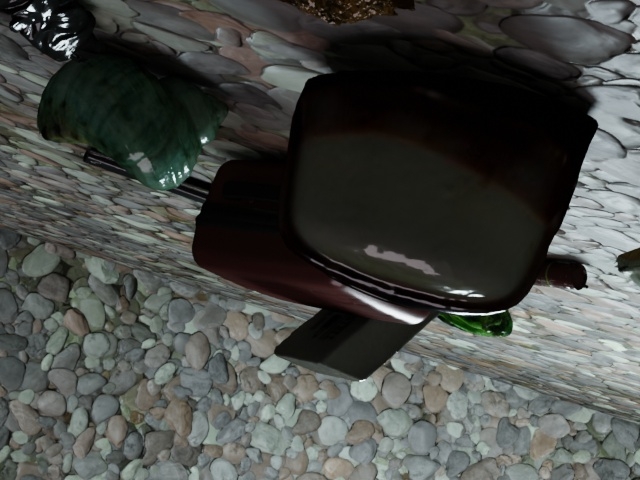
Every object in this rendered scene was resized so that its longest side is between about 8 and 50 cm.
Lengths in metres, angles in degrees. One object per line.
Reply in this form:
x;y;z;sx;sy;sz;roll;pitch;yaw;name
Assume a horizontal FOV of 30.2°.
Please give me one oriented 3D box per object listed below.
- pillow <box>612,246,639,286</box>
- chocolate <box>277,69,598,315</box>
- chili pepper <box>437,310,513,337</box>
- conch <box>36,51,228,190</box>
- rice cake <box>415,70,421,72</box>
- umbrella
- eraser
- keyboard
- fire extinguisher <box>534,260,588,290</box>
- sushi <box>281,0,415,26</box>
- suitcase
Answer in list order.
0.488;0.051;1.145;0.312;0.119;0.310;19;167;-12;pillow
0.096;-0.029;1.073;0.283;0.186;0.283;8;174;1;chocolate
0.287;0.136;2.137;0.122;0.065;0.279;16;175;-20;chili pepper
-0.203;-0.134;1.282;0.188;0.122;0.176;22;-170;-20;conch
0.063;-0.137;1.091;0.022;0.022;0.121;26;168;-25;rice cake
-0.253;-0.215;1.094;0.066;0.059;0.235;-28;166;6;umbrella
0.093;0.092;1.684;0.111;0.352;0.077;4;125;50;eraser
-0.258;-0.098;1.855;0.230;0.025;0.093;19;172;-14;keyboard
0.313;0.046;1.666;0.056;0.039;0.132;35;162;-35;fire extinguisher
0.015;-0.177;0.835;0.118;0.060;0.061;7;162;40;sushi
0.000;0.000;1.560;0.297;0.161;0.236;9;168;41;suitcase
